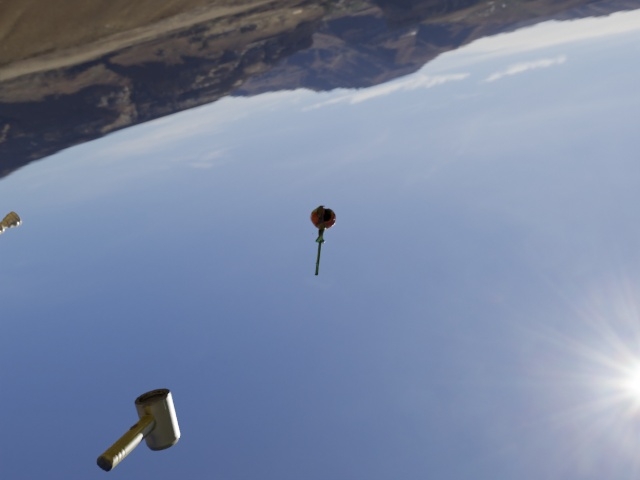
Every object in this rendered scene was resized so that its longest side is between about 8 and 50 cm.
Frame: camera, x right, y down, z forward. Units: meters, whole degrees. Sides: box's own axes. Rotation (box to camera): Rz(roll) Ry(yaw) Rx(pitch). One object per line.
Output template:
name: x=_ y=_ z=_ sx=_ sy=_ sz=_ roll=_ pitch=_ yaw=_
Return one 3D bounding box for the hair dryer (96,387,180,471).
hair dryer: x=-0.439 y=0.477 z=1.418 sx=0.090 sy=0.134 sz=0.279 roll=-8 pitch=-172 yaw=15

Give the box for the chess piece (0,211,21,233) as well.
chess piece: x=-0.710 y=-0.028 z=1.294 sx=0.035 sy=0.035 sz=0.092 roll=0 pitch=-150 yaw=40

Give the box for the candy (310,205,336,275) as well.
candy: x=0.000 y=0.000 z=1.205 sx=0.056 sy=0.049 sz=0.184 roll=6 pitch=-131 yaw=0
